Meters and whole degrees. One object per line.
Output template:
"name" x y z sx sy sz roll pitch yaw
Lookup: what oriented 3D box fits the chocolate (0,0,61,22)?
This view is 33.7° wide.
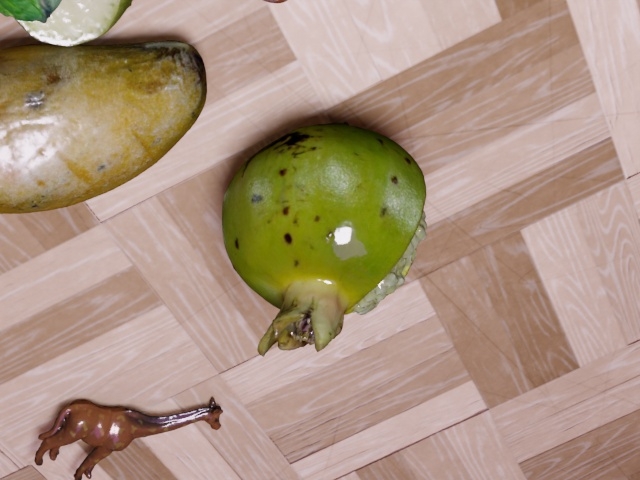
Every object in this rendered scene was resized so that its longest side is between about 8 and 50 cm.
"chocolate" -0.239 -0.355 1.014 0.110 0.110 0.291 35 71 -32

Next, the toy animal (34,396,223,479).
"toy animal" -0.288 0.290 1.594 0.230 0.066 0.224 -45 124 14

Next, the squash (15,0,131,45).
"squash" -0.272 -0.286 1.134 0.170 0.123 0.170 -6 122 -10

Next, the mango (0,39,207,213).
"mango" -0.292 -0.137 1.219 0.329 0.175 0.176 -16 154 -24

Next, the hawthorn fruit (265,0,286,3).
"hawthorn fruit" -0.047 -0.301 1.217 0.067 0.067 0.103 -36 157 14

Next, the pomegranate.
"pomegranate" 0.000 0.000 1.288 0.260 0.340 0.260 8 137 7
